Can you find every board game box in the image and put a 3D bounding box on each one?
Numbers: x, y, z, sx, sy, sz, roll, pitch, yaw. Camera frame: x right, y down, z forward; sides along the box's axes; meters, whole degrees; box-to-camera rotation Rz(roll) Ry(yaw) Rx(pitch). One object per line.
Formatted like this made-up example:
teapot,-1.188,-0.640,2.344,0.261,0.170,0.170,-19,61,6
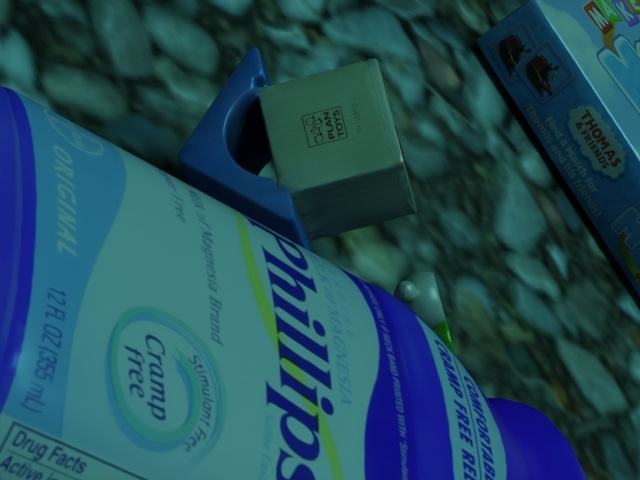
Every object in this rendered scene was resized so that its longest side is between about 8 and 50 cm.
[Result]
board game box,0.169,-0.017,0.860,0.211,0.039,0.160,57,32,8

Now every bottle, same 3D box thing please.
bottle,-0.014,0.059,0.496,0.283,0.092,0.118,29,38,-34

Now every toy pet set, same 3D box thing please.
toy pet set,0.000,0.000,0.626,0.114,0.065,0.122,69,7,-62
